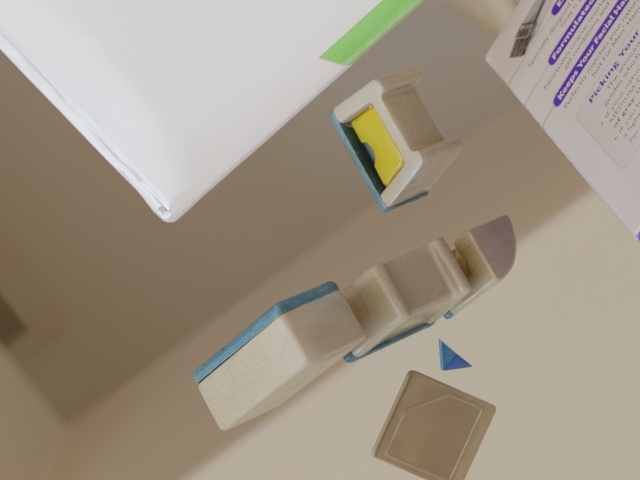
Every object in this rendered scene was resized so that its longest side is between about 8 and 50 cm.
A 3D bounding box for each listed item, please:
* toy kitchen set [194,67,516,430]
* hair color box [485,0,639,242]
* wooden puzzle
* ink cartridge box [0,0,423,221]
[{"bbox_3d":[0.000,0.000,1.284,0.207,0.166,0.122,-21,167,-38],"label":"toy kitchen set"},{"bbox_3d":[0.232,-0.116,1.222,0.185,0.110,0.339,-57,-157,15],"label":"hair color box"},{"bbox_3d":[0.078,0.134,1.358,0.116,0.078,0.014,-59,-165,0],"label":"wooden puzzle"},{"bbox_3d":[0.001,-0.148,0.794,0.198,0.115,0.273,-41,-172,22],"label":"ink cartridge box"}]
